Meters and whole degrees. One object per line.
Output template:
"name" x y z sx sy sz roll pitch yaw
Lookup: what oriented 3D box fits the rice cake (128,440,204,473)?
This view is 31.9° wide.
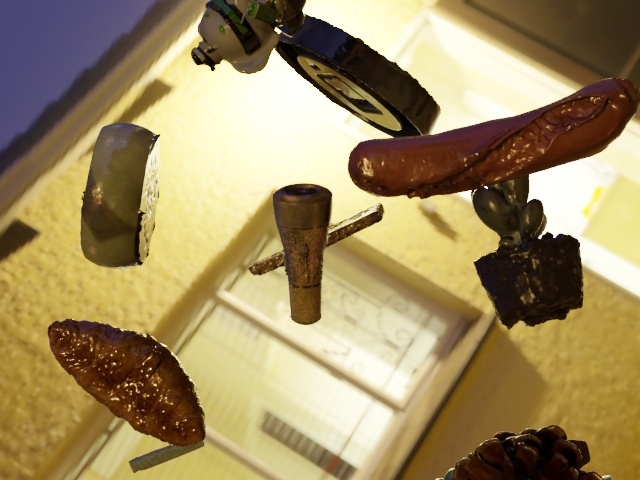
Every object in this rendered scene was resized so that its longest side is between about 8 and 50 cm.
"rice cake" -0.237 0.329 1.732 0.121 0.022 0.021 -21 14 -7

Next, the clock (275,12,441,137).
"clock" 0.063 -0.266 1.864 0.061 0.312 0.312 -56 -11 -3

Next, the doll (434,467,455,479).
"doll" 0.346 0.649 2.377 0.186 0.322 0.198 -13 6 36

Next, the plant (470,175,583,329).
"plant" 0.313 -0.005 1.731 0.149 0.274 0.146 11 -36 -39

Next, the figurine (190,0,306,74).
"figurine" -0.096 -0.300 1.500 0.192 0.147 0.126 -44 -41 -3

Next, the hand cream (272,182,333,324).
"hand cream" -0.020 0.024 1.564 0.084 0.084 0.203 -41 -47 -59

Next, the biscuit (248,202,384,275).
"biscuit" -0.003 0.001 1.856 0.237 0.026 0.131 -25 3 8

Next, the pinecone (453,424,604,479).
"pinecone" 0.297 0.371 1.612 0.229 0.202 0.201 -19 -16 4

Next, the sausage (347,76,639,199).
"sausage" 0.191 -0.103 1.222 0.079 0.327 0.087 -97 -7 -58

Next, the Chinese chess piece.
"Chinese chess piece" -0.468 -0.104 2.664 0.349 0.146 0.349 -172 90 -87

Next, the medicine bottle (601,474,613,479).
"medicine bottle" 0.400 0.503 1.914 0.254 0.152 0.152 -24 -6 10

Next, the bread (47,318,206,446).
"bread" -0.227 0.163 1.363 0.105 0.233 0.076 -56 -3 11
